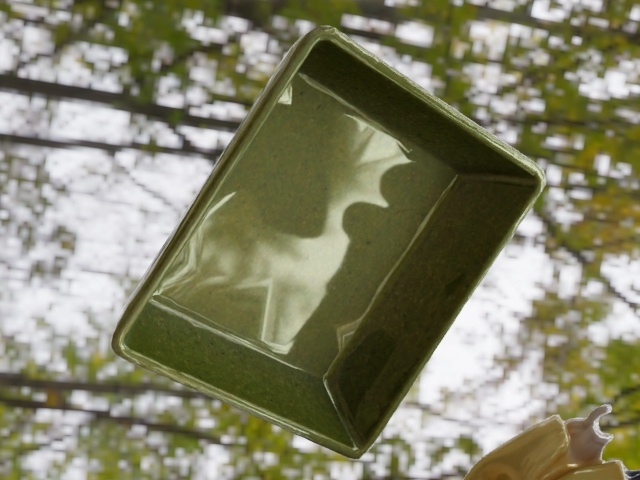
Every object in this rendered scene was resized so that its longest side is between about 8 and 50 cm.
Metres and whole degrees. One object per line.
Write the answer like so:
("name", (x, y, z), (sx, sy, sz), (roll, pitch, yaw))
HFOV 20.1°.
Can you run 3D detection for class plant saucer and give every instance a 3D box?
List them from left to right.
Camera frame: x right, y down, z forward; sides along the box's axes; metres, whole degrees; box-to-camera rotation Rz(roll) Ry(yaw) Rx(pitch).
("plant saucer", (0.000, 0.000, 0.927), (0.188, 0.188, 0.045), (-57, -139, 5))

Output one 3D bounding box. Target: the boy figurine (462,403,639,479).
("boy figurine", (0.136, 0.184, 0.978), (0.285, 0.092, 0.177), (-16, -101, 18))
